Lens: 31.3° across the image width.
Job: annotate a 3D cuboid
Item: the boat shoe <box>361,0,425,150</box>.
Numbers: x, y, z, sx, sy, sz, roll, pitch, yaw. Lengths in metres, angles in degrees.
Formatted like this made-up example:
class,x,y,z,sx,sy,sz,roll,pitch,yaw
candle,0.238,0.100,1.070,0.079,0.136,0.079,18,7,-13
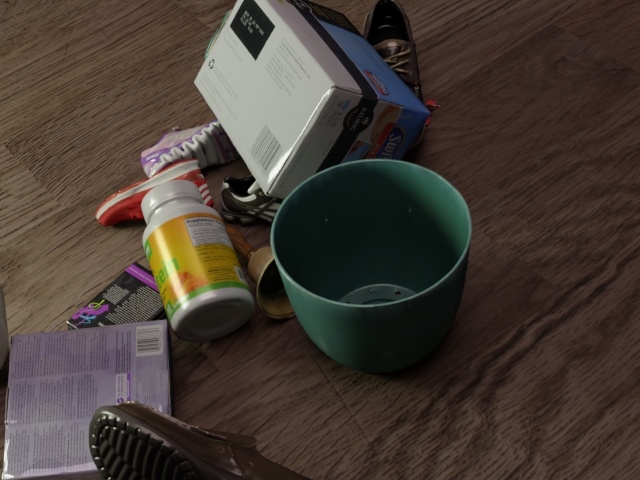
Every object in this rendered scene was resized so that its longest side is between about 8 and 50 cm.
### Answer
class,x,y,z,sx,sy,sz,roll,pitch,yaw
boat shoe,0.119,-0.312,2.101,0.132,0.130,0.355,-8,49,2

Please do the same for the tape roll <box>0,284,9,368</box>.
class,x,y,z,sx,sy,sz,roll,pitch,yaw
tape roll,-0.620,0.133,1.728,0.286,0.286,0.100,-15,47,-6

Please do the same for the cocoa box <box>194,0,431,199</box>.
class,x,y,z,sx,sy,sz,roll,pitch,yaw
cocoa box,-0.021,-0.248,1.983,0.228,0.231,0.347,11,33,-40

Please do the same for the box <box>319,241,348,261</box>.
class,x,y,z,sx,sy,sz,roll,pitch,yaw
box,0.000,0.000,1.906,0.081,0.028,0.136,-33,16,-21

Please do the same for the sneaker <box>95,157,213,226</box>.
class,x,y,z,sx,sy,sz,roll,pitch,yaw
sneaker,-0.284,-0.043,1.982,0.221,0.128,0.087,-27,-3,26

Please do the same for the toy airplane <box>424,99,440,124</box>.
class,x,y,z,sx,sy,sz,roll,pitch,yaw
toy airplane,0.154,-0.256,2.155,0.151,0.028,0.151,-4,49,5

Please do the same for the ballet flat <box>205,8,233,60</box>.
class,x,y,z,sx,sy,sz,roll,pitch,yaw
ballet flat,-0.187,-0.418,2.337,0.052,0.057,0.168,14,50,7

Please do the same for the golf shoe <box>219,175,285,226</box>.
class,x,y,z,sx,sy,sz,roll,pitch,yaw
golf shoe,-0.079,-0.073,1.975,0.198,0.094,0.077,-1,46,5

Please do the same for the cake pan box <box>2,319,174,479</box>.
class,x,y,z,sx,sy,sz,roll,pitch,yaw
cake pan box,-0.344,0.244,1.713,0.245,0.070,0.267,-6,53,-4

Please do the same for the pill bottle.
class,x,y,z,sx,sy,sz,roll,pitch,yaw
pill bottle,-0.207,0.028,1.837,0.136,0.136,0.246,-19,61,-9

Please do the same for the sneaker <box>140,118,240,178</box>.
class,x,y,z,sx,sy,sz,roll,pitch,yaw
sneaker,-0.234,-0.176,2.098,0.236,0.095,0.104,-33,44,-20

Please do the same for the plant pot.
class,x,y,z,sx,sy,sz,roll,pitch,yaw
plant pot,0.083,0.061,1.730,0.292,0.235,0.293,-4,47,4

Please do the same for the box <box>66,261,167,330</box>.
class,x,y,z,sx,sy,sz,roll,pitch,yaw
box,-0.319,0.116,1.877,0.116,0.029,0.162,29,56,28

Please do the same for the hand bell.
class,x,y,z,sx,sy,sz,roll,pitch,yaw
hand bell,-0.116,0.025,1.904,0.126,0.126,0.242,-33,38,-21

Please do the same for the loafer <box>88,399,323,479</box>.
class,x,y,z,sx,sy,sz,roll,pitch,yaw
loafer,-0.150,0.327,1.578,0.365,0.134,0.130,29,28,4
